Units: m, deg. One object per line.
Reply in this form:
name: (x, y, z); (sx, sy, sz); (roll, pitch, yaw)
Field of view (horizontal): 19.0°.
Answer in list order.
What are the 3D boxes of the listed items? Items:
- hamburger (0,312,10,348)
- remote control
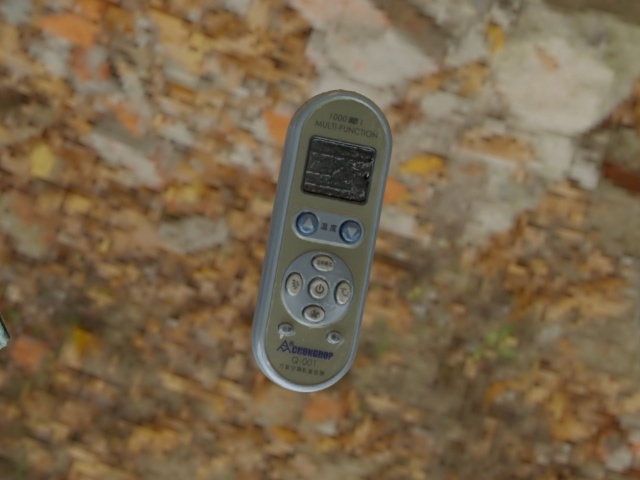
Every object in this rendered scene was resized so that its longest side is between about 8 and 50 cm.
hamburger: (-0.360, 0.028, 1.419); (0.276, 0.150, 0.260); (-3, 124, 9)
remote control: (0.000, 0.000, 1.532); (0.087, 0.244, 0.047); (11, 178, -13)
